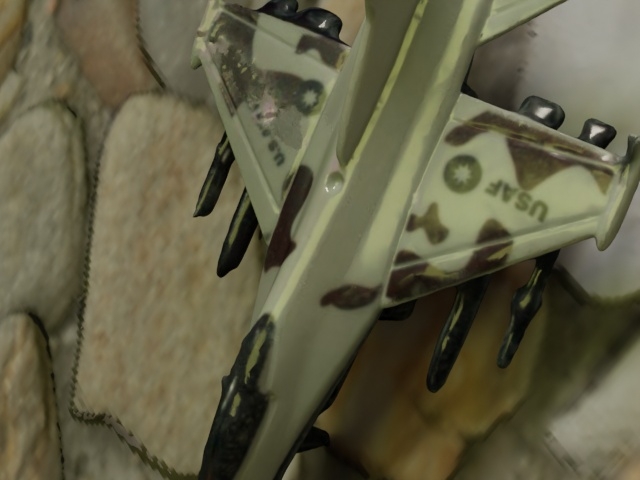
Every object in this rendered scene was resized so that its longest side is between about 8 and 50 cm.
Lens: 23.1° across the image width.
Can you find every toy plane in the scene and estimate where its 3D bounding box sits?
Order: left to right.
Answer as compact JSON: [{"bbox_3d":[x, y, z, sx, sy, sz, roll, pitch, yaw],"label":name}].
[{"bbox_3d":[0.012,-0.006,0.440,0.160,0.082,0.234,27,111,35],"label":"toy plane"}]
